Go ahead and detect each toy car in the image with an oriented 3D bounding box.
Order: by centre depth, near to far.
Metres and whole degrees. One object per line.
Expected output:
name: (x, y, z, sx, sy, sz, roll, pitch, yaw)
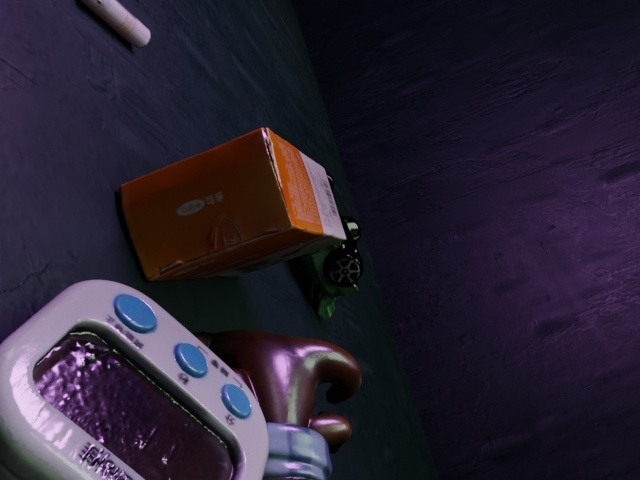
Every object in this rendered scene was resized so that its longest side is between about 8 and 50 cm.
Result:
toy car: (0.000, 0.000, 1.449, 0.359, 0.176, 0.213, 59, 15, -25)

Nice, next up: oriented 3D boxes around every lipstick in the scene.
lipstick: (-0.326, -0.358, 0.926, 0.141, 0.040, 0.040, 34, 37, -67)

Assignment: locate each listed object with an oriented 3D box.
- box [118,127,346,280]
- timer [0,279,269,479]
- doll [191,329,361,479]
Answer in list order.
box: (-0.111, -0.039, 0.897, 0.341, 0.225, 0.143, 13, 59, -76)
timer: (-0.168, 0.164, 0.526, 0.262, 0.087, 0.237, 44, 21, -10)
doll: (-0.062, 0.277, 0.746, 0.318, 0.209, 0.340, 22, 36, -27)
